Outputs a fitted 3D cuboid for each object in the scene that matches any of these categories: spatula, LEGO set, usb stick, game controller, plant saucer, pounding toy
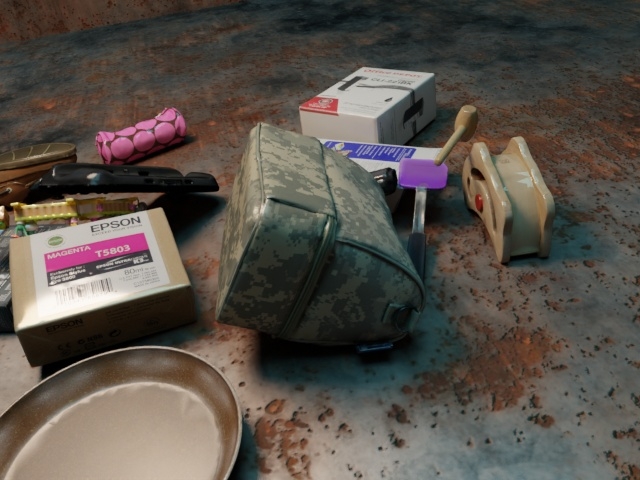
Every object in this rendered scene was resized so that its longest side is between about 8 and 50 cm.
[{"bbox_3d":[0.159,-0.032,0.939,0.084,0.030,0.296,4,55,10],"label":"spatula"},{"bbox_3d":[-0.414,-0.014,0.980,0.132,0.107,0.287,-4,3,43],"label":"LEGO set"},{"bbox_3d":[0.001,-0.078,1.029,0.278,0.045,0.077,-12,18,20],"label":"usb stick"},{"bbox_3d":[-0.332,-0.100,1.057,0.167,0.067,0.319,13,11,28],"label":"game controller"},{"bbox_3d":[-0.238,0.245,0.656,0.311,0.050,0.310,-6,34,4],"label":"plant saucer"},{"bbox_3d":[0.262,-0.080,0.963,0.155,0.154,0.269,-8,53,-1],"label":"pounding toy"}]

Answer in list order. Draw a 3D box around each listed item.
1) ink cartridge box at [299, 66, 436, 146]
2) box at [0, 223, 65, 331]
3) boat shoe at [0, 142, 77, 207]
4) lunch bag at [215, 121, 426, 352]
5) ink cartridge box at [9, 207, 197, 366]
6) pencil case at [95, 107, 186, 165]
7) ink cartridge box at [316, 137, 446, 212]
[{"bbox_3d":[0.114,-0.288,1.311,0.197,0.114,0.273,16,40,32],"label":"ink cartridge box"},{"bbox_3d":[-0.547,0.057,0.984,0.184,0.059,0.232,-1,34,6],"label":"box"},{"bbox_3d":[-0.667,-0.128,1.249,0.308,0.104,0.110,-16,26,-9],"label":"boat shoe"},{"bbox_3d":[0.000,0.000,0.826,0.256,0.212,0.305,13,30,-14],"label":"lunch bag"},{"bbox_3d":[-0.324,0.060,0.867,0.235,0.088,0.193,-15,46,-20],"label":"ink cartridge box"},{"bbox_3d":[-0.428,-0.248,1.385,0.209,0.095,0.098,-28,74,-30],"label":"pencil case"},{"bbox_3d":[0.073,-0.130,1.132,0.333,0.065,0.165,9,38,25],"label":"ink cartridge box"}]
